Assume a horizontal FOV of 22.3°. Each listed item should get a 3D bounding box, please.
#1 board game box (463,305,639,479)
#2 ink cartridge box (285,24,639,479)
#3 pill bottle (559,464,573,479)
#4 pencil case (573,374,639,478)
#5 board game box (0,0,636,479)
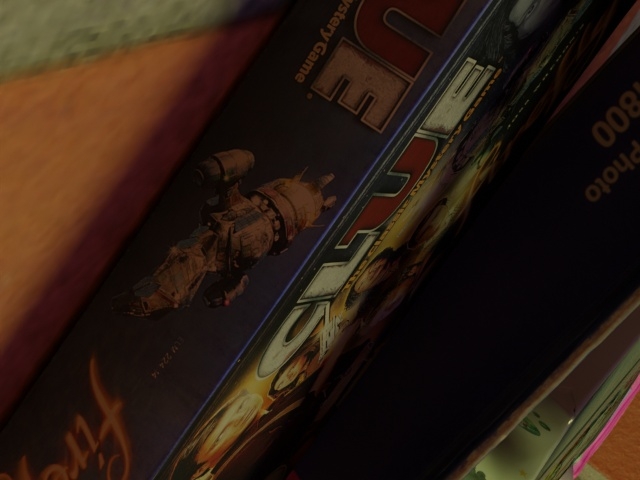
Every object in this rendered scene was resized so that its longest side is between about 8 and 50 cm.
[{"bbox_3d":[0.136,0.093,1.049,0.224,0.097,0.303,-41,161,-35],"label":"board game box"},{"bbox_3d":[0.086,0.006,0.623,0.324,0.071,0.330,-48,171,23],"label":"ink cartridge box"},{"bbox_3d":[0.154,0.207,1.379,0.103,0.103,0.184,-45,164,-30],"label":"pill bottle"},{"bbox_3d":[0.251,0.128,1.509,0.236,0.104,0.104,-45,165,-25],"label":"pencil case"},{"bbox_3d":[0.000,0.000,0.472,0.243,0.042,0.165,-55,166,9],"label":"board game box"}]
